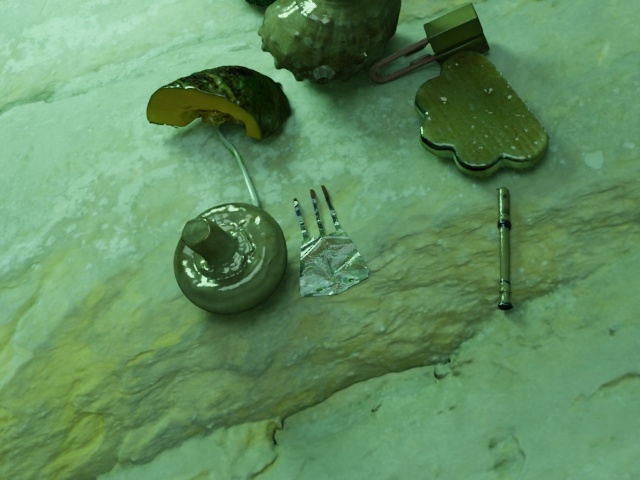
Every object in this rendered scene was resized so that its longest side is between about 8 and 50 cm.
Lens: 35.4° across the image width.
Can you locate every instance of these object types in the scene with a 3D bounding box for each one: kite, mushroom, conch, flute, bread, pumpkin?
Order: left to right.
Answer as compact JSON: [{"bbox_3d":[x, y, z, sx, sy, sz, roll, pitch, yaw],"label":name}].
[{"bbox_3d":[-0.198,-0.303,1.967,0.278,0.111,0.163,9,52,18],"label":"pumpkin"},{"bbox_3d":[-0.168,0.018,1.727,0.207,0.215,0.207,-8,65,18],"label":"mushroom"},{"bbox_3d":[-0.001,-0.002,1.810,0.127,0.016,0.229,-19,58,0],"label":"kite"},{"bbox_3d":[0.037,-0.396,1.909,0.263,0.324,0.186,-16,96,-32],"label":"conch"},{"bbox_3d":[0.275,-0.220,1.835,0.207,0.056,0.287,-24,58,-3],"label":"bread"},{"bbox_3d":[0.314,0.010,1.712,0.027,0.027,0.233,-3,60,13],"label":"flute"}]

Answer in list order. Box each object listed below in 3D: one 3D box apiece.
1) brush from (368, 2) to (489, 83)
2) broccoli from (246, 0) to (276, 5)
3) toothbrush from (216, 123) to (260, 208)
[{"bbox_3d":[0.199,-0.362,1.916,0.233,0.103,0.047,-22,56,13],"label":"brush"},{"bbox_3d":[-0.123,-0.617,2.049,0.270,0.270,0.270,-7,77,35],"label":"broccoli"},{"bbox_3d":[-0.164,-0.156,1.936,0.026,0.022,0.263,-25,56,3],"label":"toothbrush"}]
